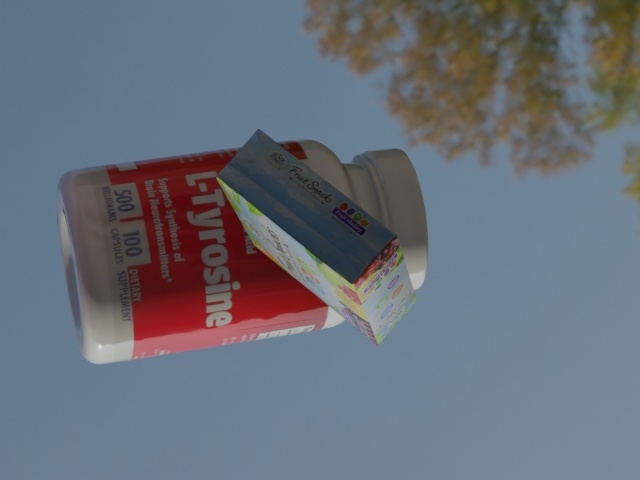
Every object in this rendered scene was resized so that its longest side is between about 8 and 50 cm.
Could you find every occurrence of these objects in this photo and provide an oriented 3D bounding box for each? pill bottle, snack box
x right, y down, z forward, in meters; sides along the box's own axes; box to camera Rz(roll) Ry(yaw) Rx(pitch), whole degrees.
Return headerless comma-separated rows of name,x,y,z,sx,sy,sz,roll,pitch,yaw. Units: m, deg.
pill bottle,-0.092,0.004,2.083,0.408,0.229,0.229,-9,-111,-13
snack box,0.000,0.000,1.721,0.174,0.070,0.207,39,170,18
